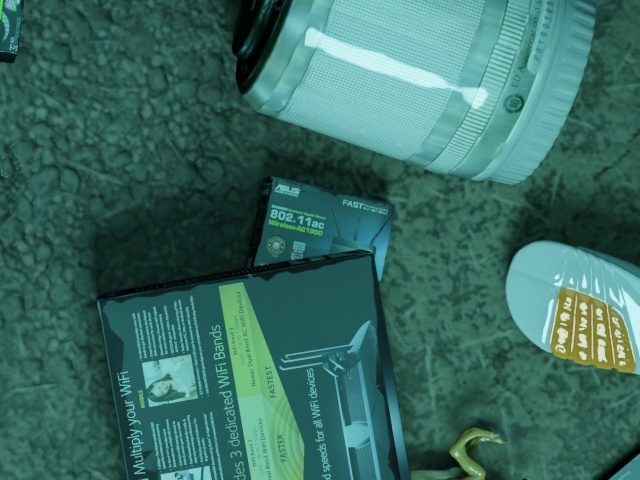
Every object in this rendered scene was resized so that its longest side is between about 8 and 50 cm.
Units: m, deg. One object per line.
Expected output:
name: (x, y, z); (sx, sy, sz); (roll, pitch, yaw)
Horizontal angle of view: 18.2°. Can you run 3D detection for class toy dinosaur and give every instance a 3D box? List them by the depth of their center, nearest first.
toy dinosaur: (0.123, 0.223, 1.806); (0.211, 0.064, 0.112); (20, 83, -11)

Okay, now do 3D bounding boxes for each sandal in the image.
sandal: (0.295, 0.076, 1.852); (0.265, 0.076, 0.102); (21, 105, 0)

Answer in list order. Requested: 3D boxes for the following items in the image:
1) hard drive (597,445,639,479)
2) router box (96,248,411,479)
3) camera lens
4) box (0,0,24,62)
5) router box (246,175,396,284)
hard drive: (0.327, 0.257, 1.875); (0.094, 0.022, 0.135); (-38, 95, -13)
router box: (-0.051, 0.178, 1.734); (0.242, 0.081, 0.309); (-9, 92, -7)
camera lens: (0.074, -0.184, 1.743); (0.274, 0.219, 0.219); (18, 82, -12)
box: (-0.303, -0.192, 1.737); (0.083, 0.052, 0.062); (7, 83, -12)
router box: (0.000, 0.000, 1.805); (0.122, 0.038, 0.092); (12, 83, -13)
